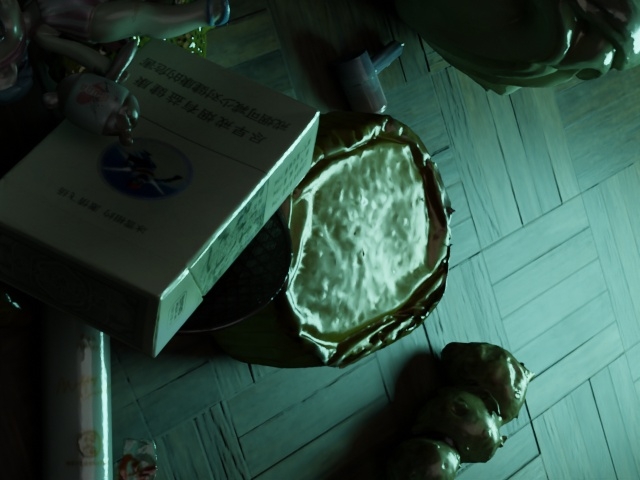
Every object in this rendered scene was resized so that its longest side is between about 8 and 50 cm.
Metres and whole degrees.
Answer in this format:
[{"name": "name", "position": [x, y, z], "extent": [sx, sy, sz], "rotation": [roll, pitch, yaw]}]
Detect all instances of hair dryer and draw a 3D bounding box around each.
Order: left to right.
[{"name": "hair dryer", "position": [0.059, -0.173, 1.566], "extent": [0.114, 0.037, 0.063], "rotation": [-44, 118, -46]}]

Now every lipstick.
[{"name": "lipstick", "position": [-0.198, 0.147, 1.257], "extent": [0.059, 0.059, 0.264], "rotation": [4, 82, -44]}]

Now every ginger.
[{"name": "ginger", "position": [0.137, 0.186, 1.568], "extent": [0.104, 0.080, 0.204], "rotation": [36, 55, 1]}]

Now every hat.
[{"name": "hat", "position": [-0.124, 0.022, 1.261], "extent": [0.193, 0.082, 0.193], "rotation": [8, 47, -8]}]

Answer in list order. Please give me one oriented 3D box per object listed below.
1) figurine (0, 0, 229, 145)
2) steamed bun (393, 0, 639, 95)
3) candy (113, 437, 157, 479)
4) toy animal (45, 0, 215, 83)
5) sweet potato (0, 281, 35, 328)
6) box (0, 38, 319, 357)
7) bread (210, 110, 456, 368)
[{"name": "figurine", "position": [-0.194, -0.151, 1.206], "extent": [0.260, 0.103, 0.205], "rotation": [-14, 75, -20]}, {"name": "steamed bun", "position": [0.214, -0.278, 1.591], "extent": [0.310, 0.219, 0.324], "rotation": [41, 44, 12]}, {"name": "candy", "position": [-0.122, 0.305, 1.314], "extent": [0.086, 0.059, 0.292], "rotation": [-30, 107, -44]}, {"name": "toy animal", "position": [-0.148, -0.180, 1.346], "extent": [0.181, 0.073, 0.136], "rotation": [17, 81, -55]}, {"name": "sweet potato", "position": [-0.337, -0.025, 1.134], "extent": [0.346, 0.079, 0.108], "rotation": [24, 92, -43]}, {"name": "box", "position": [-0.130, -0.042, 1.210], "extent": [0.256, 0.164, 0.069], "rotation": [-52, 162, -43]}, {"name": "bread", "position": [0.000, 0.000, 1.413], "extent": [0.253, 0.142, 0.227], "rotation": [-19, 97, -47]}]
